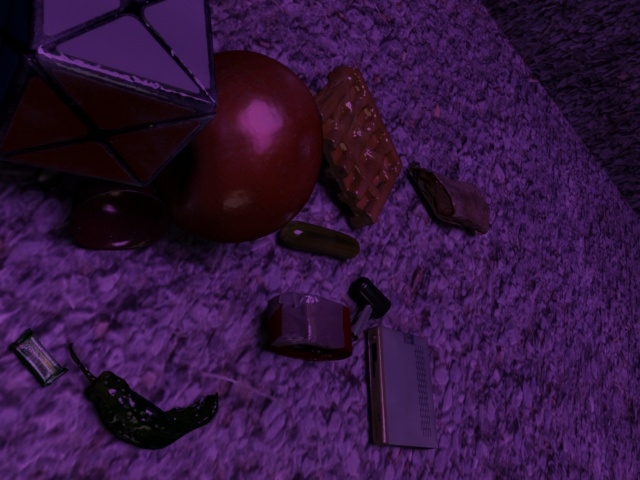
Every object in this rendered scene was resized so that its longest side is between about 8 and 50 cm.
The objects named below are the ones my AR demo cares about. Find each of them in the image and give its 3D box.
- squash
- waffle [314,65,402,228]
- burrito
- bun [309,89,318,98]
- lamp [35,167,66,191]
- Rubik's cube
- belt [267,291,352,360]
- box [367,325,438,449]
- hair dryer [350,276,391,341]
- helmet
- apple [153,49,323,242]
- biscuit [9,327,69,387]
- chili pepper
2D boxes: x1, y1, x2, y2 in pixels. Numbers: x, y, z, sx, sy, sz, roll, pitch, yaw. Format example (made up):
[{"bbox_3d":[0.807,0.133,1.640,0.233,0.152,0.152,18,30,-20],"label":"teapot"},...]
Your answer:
[{"bbox_3d":[0.000,0.000,1.370,0.228,0.066,0.066,15,61,-40],"label":"squash"},{"bbox_3d":[0.091,-0.248,1.515,0.348,0.077,0.304,60,38,-26],"label":"waffle"},{"bbox_3d":[0.407,-0.120,1.799,0.347,0.107,0.175,17,46,-40],"label":"burrito"},{"bbox_3d":[-0.031,-0.337,1.496,0.115,0.069,0.115,21,56,-35],"label":"bun"},{"bbox_3d":[-0.484,-0.243,0.939,0.283,0.124,0.203,40,65,-23],"label":"lamp"},{"bbox_3d":[-0.322,-0.256,0.850,0.254,0.259,0.260,11,58,-39],"label":"Rubik's cube"},{"bbox_3d":[-0.021,0.173,1.217,0.200,0.128,0.124,21,56,-40],"label":"belt"},{"bbox_3d":[0.196,0.352,1.404,0.210,0.045,0.271,18,59,-38],"label":"box"},{"bbox_3d":[0.090,0.184,1.383,0.100,0.057,0.198,44,52,-17],"label":"hair dryer"},{"bbox_3d":[-0.347,-0.065,1.019,0.175,0.155,0.106,19,38,-45],"label":"helmet"},{"bbox_3d":[-0.160,-0.169,1.093,0.276,0.348,0.349,-14,81,-42],"label":"apple"},{"bbox_3d":[-0.431,0.180,0.898,0.089,0.016,0.046,55,42,-10],"label":"biscuit"},{"bbox_3d":[-0.290,0.266,0.961,0.278,0.065,0.122,34,42,-31],"label":"chili pepper"}]
